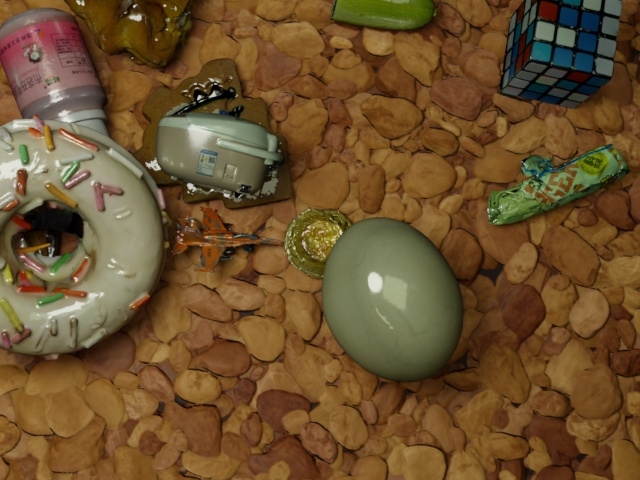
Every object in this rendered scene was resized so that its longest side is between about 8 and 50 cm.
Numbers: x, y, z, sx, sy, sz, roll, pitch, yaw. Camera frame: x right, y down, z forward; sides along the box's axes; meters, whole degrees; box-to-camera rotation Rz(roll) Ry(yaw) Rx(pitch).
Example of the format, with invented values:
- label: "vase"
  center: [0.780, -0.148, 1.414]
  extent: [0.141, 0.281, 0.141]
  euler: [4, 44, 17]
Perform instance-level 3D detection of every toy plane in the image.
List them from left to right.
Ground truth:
- label: "toy plane"
  center: [-0.158, 0.002, 1.271]
  extent: [0.188, 0.062, 0.135]
  euler: [10, 52, -20]

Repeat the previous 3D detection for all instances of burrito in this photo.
- label: "burrito"
  center: [0.415, -0.111, 1.337]
  extent: [0.287, 0.054, 0.104]
  euler: [-23, 83, -8]

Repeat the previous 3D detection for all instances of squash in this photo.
- label: "squash"
  center: [0.115, -0.423, 1.350]
  extent: [0.187, 0.095, 0.095]
  euler: [11, 80, -8]

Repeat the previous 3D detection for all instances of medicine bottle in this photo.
- label: "medicine bottle"
  center: [-0.433, -0.247, 1.244]
  extent: [0.147, 0.147, 0.247]
  euler: [-21, 89, -8]

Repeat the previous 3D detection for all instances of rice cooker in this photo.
- label: "rice cooker"
  center: [-0.164, -0.142, 1.210]
  extent: [0.206, 0.145, 0.127]
  euler: [17, 95, -7]

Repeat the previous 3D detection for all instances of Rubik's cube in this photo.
- label: "Rubik's cube"
  center: [0.420, -0.341, 1.325]
  extent: [0.151, 0.155, 0.154]
  euler: [13, 81, -4]

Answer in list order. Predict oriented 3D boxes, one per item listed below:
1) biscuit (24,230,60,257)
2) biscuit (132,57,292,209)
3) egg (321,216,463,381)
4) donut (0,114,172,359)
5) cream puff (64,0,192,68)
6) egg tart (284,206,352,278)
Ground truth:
- label: "biscuit"
  center: [-0.586, 0.007, 1.245]
  extent: [0.305, 0.038, 0.306]
  euler: [1, 81, -5]
- label: "biscuit"
  center: [-0.171, -0.168, 1.304]
  extent: [0.301, 0.043, 0.278]
  euler: [31, 80, 1]
- label: "egg"
  center: [0.113, 0.095, 1.198]
  extent: [0.219, 0.219, 0.269]
  euler: [-28, 79, -8]
- label: "donut"
  center: [-0.411, 0.003, 1.142]
  extent: [0.382, 0.142, 0.383]
  euler: [-5, 105, -20]
- label: "cream puff"
  center: [-0.314, -0.420, 1.285]
  extent: [0.241, 0.155, 0.269]
  euler: [-21, 76, -13]
- label: "egg tart"
  center: [0.000, 0.000, 1.288]
  extent: [0.130, 0.052, 0.131]
  euler: [0, 82, -2]
